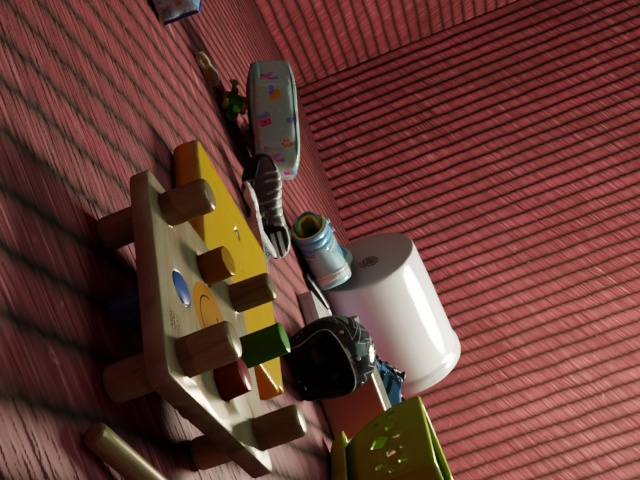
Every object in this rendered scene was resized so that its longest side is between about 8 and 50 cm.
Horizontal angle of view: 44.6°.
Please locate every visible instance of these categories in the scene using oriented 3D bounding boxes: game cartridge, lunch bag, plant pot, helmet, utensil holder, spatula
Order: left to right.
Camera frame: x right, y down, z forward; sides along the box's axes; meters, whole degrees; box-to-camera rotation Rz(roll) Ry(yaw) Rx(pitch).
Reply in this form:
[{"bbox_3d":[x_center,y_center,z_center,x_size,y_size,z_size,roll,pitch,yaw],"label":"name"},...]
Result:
[{"bbox_3d":[-0.286,-0.504,1.479,0.151,0.096,0.128,-90,160,-47],"label":"lunch bag"},{"bbox_3d":[-0.141,0.049,1.179,0.323,0.053,0.285,-101,169,-46],"label":"game cartridge"},{"bbox_3d":[-0.117,-0.272,1.848,0.224,0.108,0.279,166,-80,-81],"label":"lunch bag"},{"bbox_3d":[0.020,0.202,2.123,0.084,0.030,0.296,-102,169,-59],"label":"spatula"},{"bbox_3d":[0.026,0.221,1.495,0.169,0.162,0.169,-21,90,-84],"label":"helmet"},{"bbox_3d":[0.204,0.214,2.326,0.327,0.328,0.385,-97,164,-65],"label":"utensil holder"},{"bbox_3d":[0.142,0.469,1.481,0.228,0.207,0.227,-94,163,-70],"label":"plant pot"}]

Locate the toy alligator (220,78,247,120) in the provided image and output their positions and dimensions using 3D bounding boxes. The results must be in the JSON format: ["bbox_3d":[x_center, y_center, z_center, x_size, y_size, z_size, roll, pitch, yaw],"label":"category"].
[{"bbox_3d":[-0.205,-0.320,1.814,0.189,0.056,0.051,-103,-148,-58],"label":"toy alligator"}]

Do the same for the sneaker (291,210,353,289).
[{"bbox_3d":[0.000,0.000,2.195,0.208,0.127,0.319,63,1,-12],"label":"sneaker"}]

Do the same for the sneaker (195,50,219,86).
[{"bbox_3d":[-0.246,-0.380,1.713,0.037,0.032,0.083,-102,170,-54],"label":"sneaker"}]

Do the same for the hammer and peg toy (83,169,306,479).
[{"bbox_3d":[-0.111,0.126,0.774,0.266,0.127,0.361,62,9,-49],"label":"hammer and peg toy"}]

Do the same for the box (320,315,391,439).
[{"bbox_3d":[0.057,0.296,1.689,0.148,0.127,0.232,-2,71,-83],"label":"box"}]

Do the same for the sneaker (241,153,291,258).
[{"bbox_3d":[-0.112,-0.065,1.677,0.132,0.086,0.228,61,19,-81],"label":"sneaker"}]

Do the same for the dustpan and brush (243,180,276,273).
[{"bbox_3d":[-0.122,-0.020,1.475,0.147,0.060,0.211,-102,170,-53],"label":"dustpan and brush"}]

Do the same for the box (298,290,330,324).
[{"bbox_3d":[0.003,0.217,1.897,0.186,0.038,0.145,54,16,-64],"label":"box"}]

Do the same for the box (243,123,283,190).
[{"bbox_3d":[-0.147,-0.203,2.038,0.164,0.021,0.201,-91,160,-72],"label":"box"}]

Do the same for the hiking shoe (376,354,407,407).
[{"bbox_3d":[0.136,0.322,1.893,0.113,0.132,0.304,-90,155,-73],"label":"hiking shoe"}]
